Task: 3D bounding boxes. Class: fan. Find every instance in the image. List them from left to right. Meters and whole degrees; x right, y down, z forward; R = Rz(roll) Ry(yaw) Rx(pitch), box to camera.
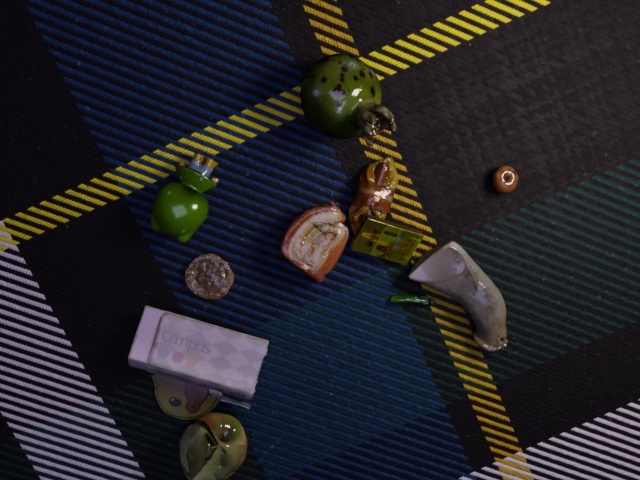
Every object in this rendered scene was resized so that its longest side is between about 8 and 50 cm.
[{"bbox_3d":[-0.383,0.482,1.777,0.335,0.011,0.230,19,97,-7],"label":"fan"}]

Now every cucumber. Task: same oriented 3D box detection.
[{"bbox_3d":[0.296,0.188,1.755,0.155,0.037,0.037,4,99,-4],"label":"cucumber"}]

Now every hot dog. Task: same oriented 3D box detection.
[{"bbox_3d":[0.159,-0.129,1.665,0.123,0.093,0.262,13,98,-6],"label":"hot dog"}]

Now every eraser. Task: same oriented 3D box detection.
[{"bbox_3d":[-0.377,0.352,1.713,0.396,0.082,0.213,17,89,-6],"label":"eraser"}]

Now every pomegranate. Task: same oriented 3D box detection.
[{"bbox_3d":[0.069,-0.383,1.508,0.242,0.306,0.242,-6,116,-13],"label":"pomegranate"}]

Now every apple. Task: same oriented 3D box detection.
[{"bbox_3d":[-0.337,0.645,1.729,0.207,0.174,0.188,27,116,-9],"label":"apple"},{"bbox_3d":[0.562,-0.186,1.691,0.084,0.071,0.084,0,92,-6],"label":"apple"}]

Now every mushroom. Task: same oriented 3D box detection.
[{"bbox_3d":[0.468,0.178,1.720,0.397,0.126,0.177,44,104,-9],"label":"mushroom"}]

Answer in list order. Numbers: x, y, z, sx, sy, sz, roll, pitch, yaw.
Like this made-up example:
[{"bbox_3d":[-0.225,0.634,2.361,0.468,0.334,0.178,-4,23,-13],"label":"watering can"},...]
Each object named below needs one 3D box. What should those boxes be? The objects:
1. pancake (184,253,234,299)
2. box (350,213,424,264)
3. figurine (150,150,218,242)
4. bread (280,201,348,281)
[{"bbox_3d":[-0.344,0.116,1.712,0.151,0.025,0.152,-1,99,-4],"label":"pancake"},{"bbox_3d":[0.202,-0.001,1.679,0.193,0.030,0.121,15,122,-19],"label":"box"},{"bbox_3d":[-0.393,-0.131,1.618,0.162,0.143,0.263,26,86,-13],"label":"figurine"},{"bbox_3d":[-0.010,-0.008,1.663,0.190,0.123,0.244,32,95,-6],"label":"bread"}]
